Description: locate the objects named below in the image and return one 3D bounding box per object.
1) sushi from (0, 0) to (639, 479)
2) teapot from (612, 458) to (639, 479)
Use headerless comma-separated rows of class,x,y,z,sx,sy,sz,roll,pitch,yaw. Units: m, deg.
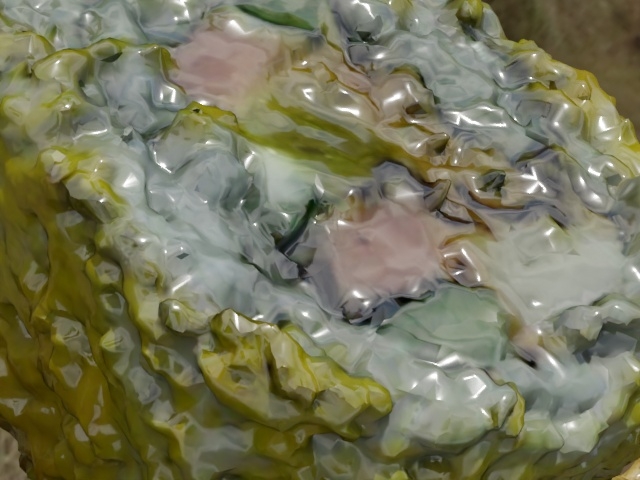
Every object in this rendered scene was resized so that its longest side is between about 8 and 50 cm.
sushi,0.000,0.000,0.933,0.351,0.240,0.396,-19,56,-34
teapot,0.196,0.256,1.224,0.203,0.167,0.311,31,92,-16
